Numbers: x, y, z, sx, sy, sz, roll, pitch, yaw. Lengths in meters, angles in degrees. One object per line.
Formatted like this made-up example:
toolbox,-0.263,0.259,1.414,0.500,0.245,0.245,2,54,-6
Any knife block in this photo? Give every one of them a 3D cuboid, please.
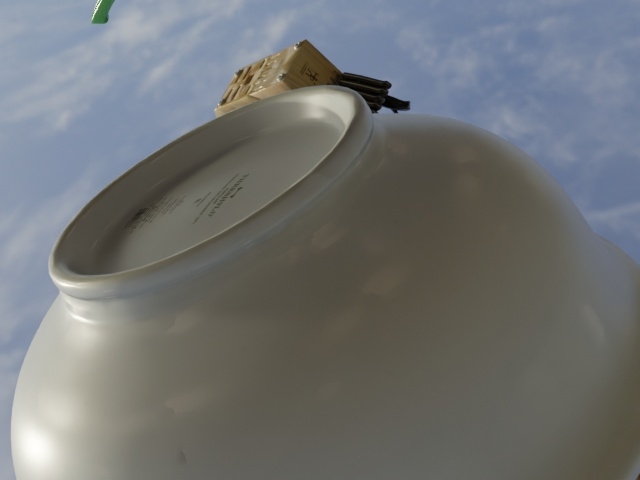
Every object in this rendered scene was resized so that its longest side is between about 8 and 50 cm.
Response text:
knife block,0.003,-0.186,1.528,0.275,0.242,0.088,-11,-135,50

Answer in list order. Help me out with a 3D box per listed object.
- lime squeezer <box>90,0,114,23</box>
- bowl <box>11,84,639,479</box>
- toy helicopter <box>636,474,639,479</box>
lime squeezer,-0.198,-0.291,0.882,0.109,0.310,0.059,19,-108,14
bowl,-0.018,0.027,0.418,0.297,0.134,0.298,-23,-156,11
toy helicopter,0.268,0.202,0.917,0.355,0.140,0.235,24,-120,41
